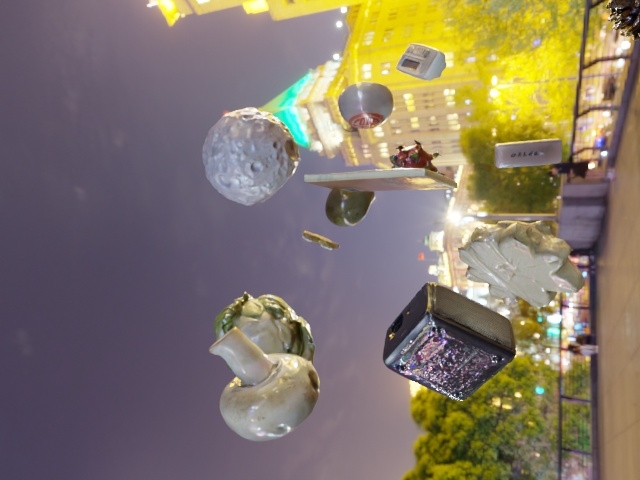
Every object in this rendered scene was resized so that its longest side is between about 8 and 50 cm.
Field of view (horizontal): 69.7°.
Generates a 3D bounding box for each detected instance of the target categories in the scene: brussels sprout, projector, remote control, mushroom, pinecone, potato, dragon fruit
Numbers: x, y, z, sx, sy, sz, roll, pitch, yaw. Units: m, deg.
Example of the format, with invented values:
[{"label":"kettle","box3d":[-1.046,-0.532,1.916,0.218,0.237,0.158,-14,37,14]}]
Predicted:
[{"label":"brussels sprout","box3d":[-0.220,0.411,1.884,0.342,0.425,0.361,-45,-8,-5]},{"label":"projector","box3d":[0.524,0.429,1.899,0.395,0.406,0.242,-60,5,36]},{"label":"remote control","box3d":[0.290,-0.511,1.319,0.090,0.049,0.230,-60,24,19]},{"label":"mushroom","box3d":[-0.187,0.459,1.407,0.315,0.357,0.314,16,-90,-86]},{"label":"pinecone","box3d":[0.819,-0.590,1.135,0.150,0.196,0.179,39,-130,-64]},{"label":"potato","box3d":[0.124,-0.165,1.937,0.178,0.235,0.160,47,-176,-8]},{"label":"dragon fruit","box3d":[0.367,-0.277,1.689,0.137,0.236,0.135,140,144,-67]}]

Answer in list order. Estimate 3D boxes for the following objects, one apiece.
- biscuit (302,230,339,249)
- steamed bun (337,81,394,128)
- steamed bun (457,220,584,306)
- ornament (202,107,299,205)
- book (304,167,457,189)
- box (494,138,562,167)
[{"label":"biscuit","box3d":[-0.001,0.002,1.895,0.240,0.158,0.035,-4,-61,-85]},{"label":"steamed bun","box3d":[0.227,-0.656,2.288,0.283,0.283,0.177,20,-113,-63]},{"label":"steamed bun","box3d":[0.507,0.039,1.153,0.137,0.292,0.295,-52,-44,-27]},{"label":"ornament","box3d":[-0.252,-0.297,1.607,0.337,0.338,0.336,2,-90,-64]},{"label":"book","box3d":[0.177,-0.170,1.342,0.263,0.374,0.028,5,-93,-56]},{"label":"box","box3d":[0.388,-0.163,0.861,0.025,0.115,0.047,-46,-48,-65]}]
